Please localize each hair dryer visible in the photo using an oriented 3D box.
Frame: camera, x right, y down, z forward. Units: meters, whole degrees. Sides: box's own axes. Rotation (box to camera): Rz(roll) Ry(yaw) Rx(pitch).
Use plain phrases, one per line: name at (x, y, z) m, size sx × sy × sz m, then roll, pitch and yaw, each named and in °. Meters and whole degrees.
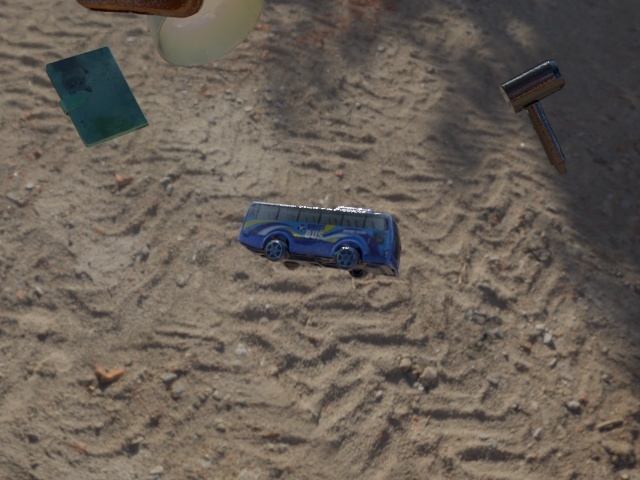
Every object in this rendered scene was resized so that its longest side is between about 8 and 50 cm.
hair dryer at (0.484, -0.249, 1.137) m, size 0.248 × 0.114 × 0.070 m, roll 56°, pitch 24°, yaw -17°

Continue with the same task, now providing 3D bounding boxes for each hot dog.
hot dog at (-0.203, -0.280, 0.584) m, size 0.165 × 0.071 × 0.045 m, roll 9°, pitch 61°, yaw 13°

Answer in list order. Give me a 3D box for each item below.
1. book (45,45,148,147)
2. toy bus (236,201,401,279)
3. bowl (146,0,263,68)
book at (-0.333, -0.213, 0.798) m, size 0.103 × 0.017 × 0.135 m, roll -27°, pitch 89°, yaw -21°
toy bus at (-0.001, -0.003, 0.774) m, size 0.236 × 0.079 × 0.094 m, roll 6°, pitch 79°, yaw 20°
bowl at (-0.281, -0.543, 1.229) m, size 0.277 × 0.277 × 0.145 m, roll -28°, pitch 82°, yaw -28°
